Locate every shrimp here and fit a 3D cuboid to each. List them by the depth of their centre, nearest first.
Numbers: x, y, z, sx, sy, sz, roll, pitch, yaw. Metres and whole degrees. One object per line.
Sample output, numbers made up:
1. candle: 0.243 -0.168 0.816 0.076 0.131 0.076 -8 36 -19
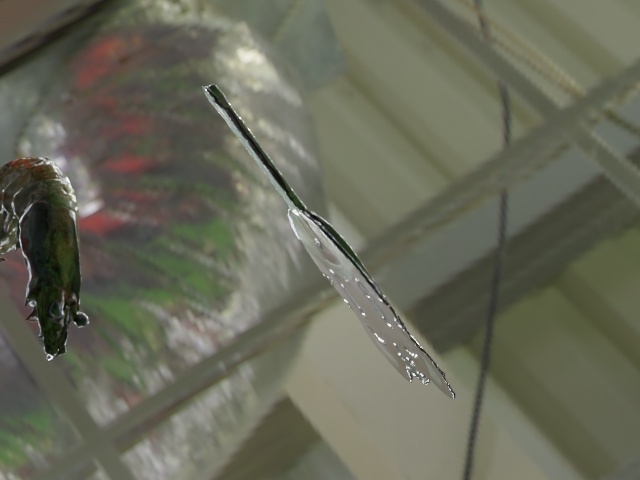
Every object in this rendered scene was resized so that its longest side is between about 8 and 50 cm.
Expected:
1. shrimp: -0.252 0.026 1.591 0.150 0.051 0.217 -32 -134 15

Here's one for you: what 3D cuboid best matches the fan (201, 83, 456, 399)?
1. fan: 0.000 0.000 1.148 0.008 0.227 0.152 -38 -170 -7
